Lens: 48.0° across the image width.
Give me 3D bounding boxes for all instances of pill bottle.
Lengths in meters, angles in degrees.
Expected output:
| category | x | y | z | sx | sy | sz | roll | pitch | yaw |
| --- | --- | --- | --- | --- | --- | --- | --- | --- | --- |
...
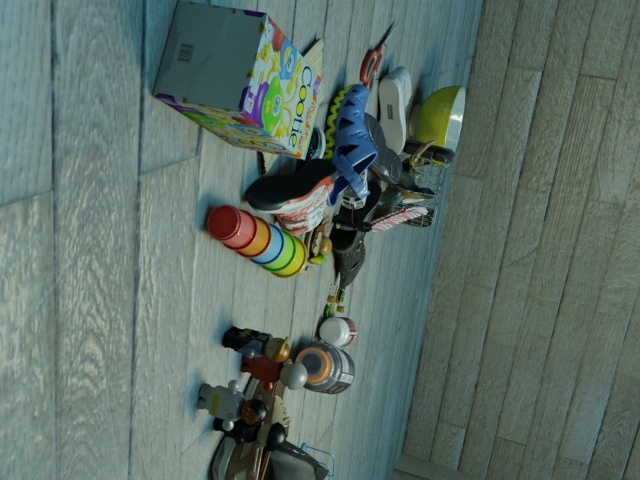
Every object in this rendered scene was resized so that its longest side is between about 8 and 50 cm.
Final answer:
| category | x | y | z | sx | sy | sz | roll | pitch | yaw |
| --- | --- | --- | --- | --- | --- | --- | --- | --- | --- |
| pill bottle | 0.006 | 0.338 | 1.904 | 0.245 | 0.130 | 0.130 | 44 | 61 | -70 |
| pill bottle | 0.049 | 0.260 | 2.051 | 0.152 | 0.086 | 0.086 | 24 | 80 | -72 |

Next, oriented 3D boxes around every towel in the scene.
| category | x | y | z | sx | sy | sz | roll | pitch | yaw |
| --- | --- | --- | --- | --- | --- | --- | --- | --- | --- |
| towel | 0.204 | -0.055 | 2.128 | 0.144 | 0.197 | 0.029 | -6 | 74 | -56 |

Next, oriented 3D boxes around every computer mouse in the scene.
| category | x | y | z | sx | sy | sz | roll | pitch | yaw |
| --- | --- | --- | --- | --- | --- | --- | --- | --- | --- |
| computer mouse | 0.092 | -0.120 | 1.902 | 0.042 | 0.106 | 0.193 | -5 | 101 | -73 |

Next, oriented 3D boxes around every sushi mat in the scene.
| category | x | y | z | sx | sy | sz | roll | pitch | yaw |
| --- | --- | --- | --- | --- | --- | --- | --- | --- | --- |
| sushi mat | -0.055 | -0.276 | 1.450 | 0.316 | 0.019 | 0.151 | -59 | 154 | -44 |

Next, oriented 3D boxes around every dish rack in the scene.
| category | x | y | z | sx | sy | sz | roll | pitch | yaw |
| --- | --- | --- | --- | --- | --- | --- | --- | --- | --- |
| dish rack | 0.313 | -0.184 | 2.370 | 0.074 | 0.208 | 0.272 | -23 | 126 | -57 |

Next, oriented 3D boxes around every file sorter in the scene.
| category | x | y | z | sx | sy | sz | roll | pitch | yaw |
| --- | --- | --- | --- | --- | --- | --- | --- | --- | --- |
| file sorter | -0.034 | 0.702 | 2.087 | 0.170 | 0.104 | 0.118 | -57 | 155 | -48 |

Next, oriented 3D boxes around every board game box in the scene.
| category | x | y | z | sx | sy | sz | roll | pitch | yaw |
| --- | --- | --- | --- | --- | --- | --- | --- | --- | --- |
| board game box | -0.111 | -0.232 | 1.098 | 0.275 | 0.142 | 0.144 | 23 | 81 | -72 |

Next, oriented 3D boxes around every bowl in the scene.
| category | x | y | z | sx | sy | sz | roll | pitch | yaw |
| --- | --- | --- | --- | --- | --- | --- | --- | --- | --- |
| bowl | 0.401 | -0.411 | 2.540 | 0.289 | 0.156 | 0.289 | 13 | 90 | -72 |

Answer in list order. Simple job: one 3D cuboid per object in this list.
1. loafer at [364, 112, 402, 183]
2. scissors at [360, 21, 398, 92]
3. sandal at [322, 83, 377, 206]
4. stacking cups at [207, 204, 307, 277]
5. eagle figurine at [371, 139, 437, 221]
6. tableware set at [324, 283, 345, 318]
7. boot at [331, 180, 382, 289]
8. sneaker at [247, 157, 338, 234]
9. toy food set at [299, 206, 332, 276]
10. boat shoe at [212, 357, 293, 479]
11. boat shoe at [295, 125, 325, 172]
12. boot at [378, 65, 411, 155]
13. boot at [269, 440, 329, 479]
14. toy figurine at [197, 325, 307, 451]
| category | x | y | z | sx | sy | sz | roll | pitch | yaw |
| --- | --- | --- | --- | --- | --- | --- | --- | --- | --- |
| loafer | 0.129 | -0.238 | 1.934 | 0.302 | 0.095 | 0.109 | 44 | 57 | -54 |
| scissors | 0.165 | -0.524 | 1.947 | 0.109 | 0.021 | 0.297 | 71 | 38 | -57 |
| sandal | 0.075 | -0.216 | 1.705 | 0.126 | 0.138 | 0.317 | 30 | 72 | -70 |
| stacking cups | -0.121 | -0.005 | 1.352 | 0.316 | 0.096 | 0.096 | 37 | 67 | -66 |
| eagle figurine | 0.235 | -0.156 | 2.182 | 0.298 | 0.225 | 0.226 | -73 | 176 | -48 |
| tableware set | 0.047 | 0.185 | 2.096 | 0.154 | 0.024 | 0.104 | 39 | 66 | -71 |
| boot | 0.100 | -0.015 | 2.033 | 0.263 | 0.091 | 0.229 | -60 | 160 | -21 |
| sneaker | -0.062 | -0.065 | 1.460 | 0.270 | 0.090 | 0.145 | -34 | 148 | -52 |
| toy food set | 0.000 | 0.000 | 1.787 | 0.132 | 0.038 | 0.192 | 13 | 90 | -73 |
| boat shoe | -0.120 | 0.403 | 1.577 | 0.123 | 0.116 | 0.324 | 79 | 29 | -53 |
| boat shoe | -0.024 | -0.179 | 1.568 | 0.040 | 0.049 | 0.142 | -15 | 119 | -70 |
| boot | 0.229 | -0.380 | 2.123 | 0.123 | 0.095 | 0.258 | -48 | 146 | -45 |
| boot | -0.098 | 0.642 | 1.840 | 0.223 | 0.118 | 0.338 | -56 | 144 | -17 |
| toy figurine | -0.126 | 0.293 | 1.427 | 0.209 | 0.148 | 0.213 | 77 | 32 | -55 |
